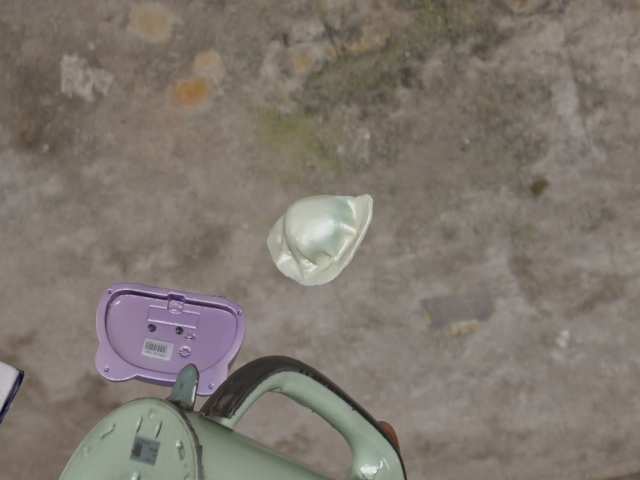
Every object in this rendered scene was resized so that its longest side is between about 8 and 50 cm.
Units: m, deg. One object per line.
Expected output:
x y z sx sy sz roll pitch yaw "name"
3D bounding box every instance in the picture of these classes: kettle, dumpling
-0.040 0.204 0.827 0.255 0.240 0.165 30 160 -35 "kettle"
0.000 0.001 0.727 0.077 0.059 0.043 -8 151 12 "dumpling"

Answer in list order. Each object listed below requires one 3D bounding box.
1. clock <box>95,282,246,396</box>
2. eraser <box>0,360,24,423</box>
-0.157 0.108 1.187 0.153 0.110 0.050 9 154 -1 "clock"
-0.382 0.239 1.060 0.086 0.287 0.130 30 149 -17 "eraser"
